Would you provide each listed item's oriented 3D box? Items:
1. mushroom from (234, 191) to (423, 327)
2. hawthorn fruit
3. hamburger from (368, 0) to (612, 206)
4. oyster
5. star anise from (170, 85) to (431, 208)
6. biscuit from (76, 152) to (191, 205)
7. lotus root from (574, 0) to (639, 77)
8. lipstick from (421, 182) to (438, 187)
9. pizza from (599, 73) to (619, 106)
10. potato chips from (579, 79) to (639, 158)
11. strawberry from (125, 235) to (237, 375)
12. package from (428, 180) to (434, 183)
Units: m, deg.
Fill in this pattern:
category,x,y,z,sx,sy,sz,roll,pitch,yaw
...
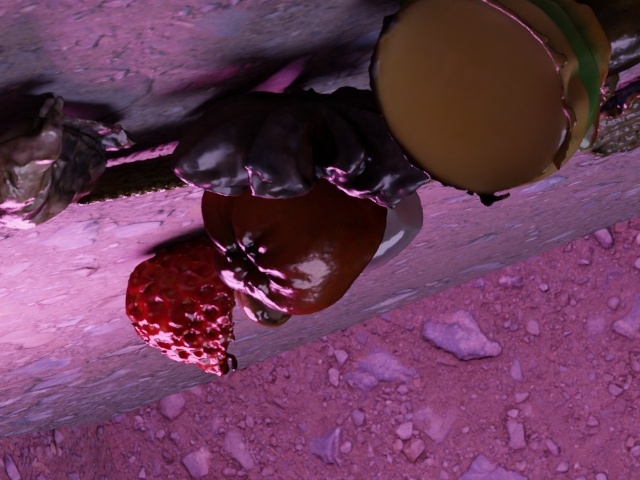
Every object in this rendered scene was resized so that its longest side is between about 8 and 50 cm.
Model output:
category,x,y,z,sx,sy,sz,roll,pitch,yaw
mushroom,0.000,0.000,2.293,0.329,0.159,0.122,-37,-176,35
hawthorn fruit,-0.017,-0.032,2.046,0.261,0.224,0.224,-31,-179,-39
hamburger,0.174,-0.170,1.596,0.237,0.237,0.149,-27,-170,43
oyster,-0.291,-0.066,1.665,0.275,0.100,0.271,-29,-179,33
star anise,-0.002,-0.100,1.729,0.315,0.108,0.315,5,-162,-2
biscuit,-0.187,-0.075,1.850,0.203,0.016,0.144,-12,-163,-17
lotus root,0.261,-0.218,1.719,0.241,0.123,0.124,-23,160,15
lipstick,0.170,-0.111,2.338,0.264,0.059,0.059,-15,170,-13
pizza,0.308,-0.156,2.195,0.197,0.058,0.292,-43,178,-14
potato chips,0.580,-0.219,2.438,0.429,0.070,0.358,-19,172,8
strawberry,-0.203,0.089,2.484,0.178,0.233,0.234,6,168,-3
package,0.158,-0.130,2.116,0.226,0.090,0.168,-20,169,-19
